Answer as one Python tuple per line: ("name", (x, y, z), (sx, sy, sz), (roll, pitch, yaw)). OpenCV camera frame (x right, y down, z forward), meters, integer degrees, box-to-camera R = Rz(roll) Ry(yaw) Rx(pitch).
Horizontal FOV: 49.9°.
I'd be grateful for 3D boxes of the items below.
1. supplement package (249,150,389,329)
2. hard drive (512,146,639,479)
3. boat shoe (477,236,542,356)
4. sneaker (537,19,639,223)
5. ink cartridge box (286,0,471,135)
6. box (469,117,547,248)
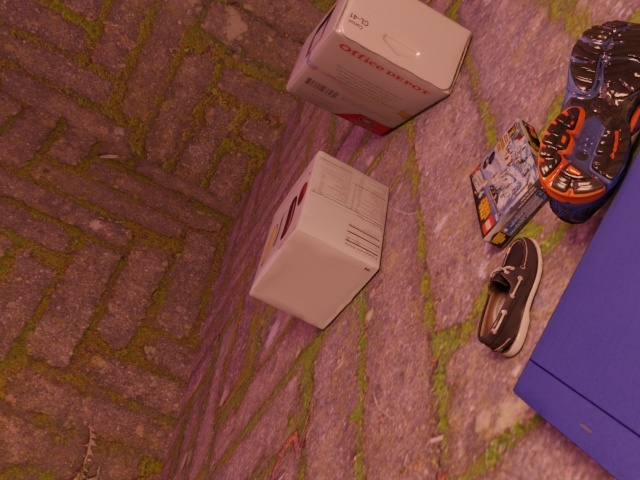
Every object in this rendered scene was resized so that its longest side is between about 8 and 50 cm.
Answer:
("supplement package", (0.000, 0.000, 1.176), (0.194, 0.149, 0.203), (-52, 17, 41))
("hard drive", (0.255, 0.001, 0.444), (0.318, 0.040, 0.210), (-64, 13, 4))
("boat shoe", (0.178, 0.047, 0.655), (0.046, 0.038, 0.125), (-35, 32, 64))
("sneaker", (0.244, -0.108, 0.601), (0.221, 0.083, 0.087), (-55, -26, -21))
("ink cartridge box", (0.093, -0.321, 1.245), (0.131, 0.226, 0.306), (-69, 15, -13))
("box", (0.210, -0.066, 0.764), (0.094, 0.027, 0.137), (-54, 17, 33))
